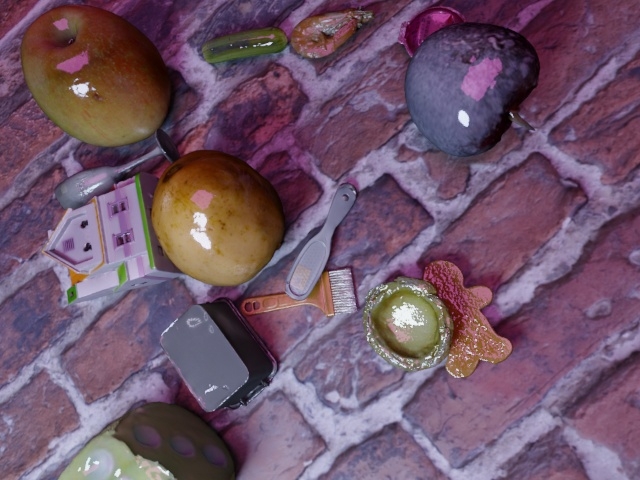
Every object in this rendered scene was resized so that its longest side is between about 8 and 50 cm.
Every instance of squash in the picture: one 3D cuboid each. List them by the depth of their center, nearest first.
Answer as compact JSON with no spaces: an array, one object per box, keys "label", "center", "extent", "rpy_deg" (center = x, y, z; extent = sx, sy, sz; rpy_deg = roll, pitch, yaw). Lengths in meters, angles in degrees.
[{"label":"squash","center":[-0.193,-0.497,1.097],"extent":[0.228,0.066,0.066],"rpy_deg":[-6,79,12]}]

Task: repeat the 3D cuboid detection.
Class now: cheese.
[{"label":"cheese","center":[0.302,-0.465,0.989],"extent":[0.244,0.062,0.155],"rpy_deg":[10,84,10]}]

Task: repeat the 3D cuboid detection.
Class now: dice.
[{"label":"dice","center":[-0.342,0.495,0.856],"extent":[0.252,0.250,0.254],"rpy_deg":[37,88,15]}]

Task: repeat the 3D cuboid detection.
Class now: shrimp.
[{"label":"shrimp","center":[0.031,-0.513,1.061],"extent":[0.216,0.051,0.115],"rpy_deg":[-15,84,8]}]

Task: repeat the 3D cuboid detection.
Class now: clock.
[{"label":"clock","center":[-0.488,0.007,1.013],"extent":[0.309,0.166,0.235],"rpy_deg":[-18,77,12]}]

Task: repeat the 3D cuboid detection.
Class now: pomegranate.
[{"label":"pomegranate","center":[-0.217,-0.050,0.906],"extent":[0.306,0.307,0.308],"rpy_deg":[-2,80,11]}]

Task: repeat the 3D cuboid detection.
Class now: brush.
[{"label":"brush","center":[0.000,0.000,0.979],"extent":[0.068,0.060,0.297],"rpy_deg":[32,75,-11]},{"label":"brush","center":[-0.055,0.133,0.983],"extent":[0.271,0.013,0.103],"rpy_deg":[-11,78,10]}]

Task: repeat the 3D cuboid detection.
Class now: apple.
[{"label":"apple","center":[-0.539,-0.396,1.041],"extent":[0.318,0.277,0.320],"rpy_deg":[-2,78,11]}]

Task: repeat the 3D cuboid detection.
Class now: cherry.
[{"label":"cherry","center":[0.306,-0.305,0.880],"extent":[0.296,0.218,0.255],"rpy_deg":[41,119,26]}]

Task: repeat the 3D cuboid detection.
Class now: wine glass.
[{"label":"wine glass","center":[-0.538,-0.202,1.015],"extent":[0.309,0.264,0.096],"rpy_deg":[-25,61,7]}]

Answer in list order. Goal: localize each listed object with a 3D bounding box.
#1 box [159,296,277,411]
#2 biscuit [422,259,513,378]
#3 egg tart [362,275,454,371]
[{"label":"box","center":[-0.225,0.247,0.935],"extent":[0.163,0.135,0.243],"rpy_deg":[-41,75,3]},{"label":"biscuit","center":[0.287,0.153,0.893],"extent":[0.158,0.035,0.241],"rpy_deg":[-25,73,18]},{"label":"egg tart","center":[0.180,0.171,0.882],"extent":[0.197,0.078,0.197],"rpy_deg":[-2,85,28]}]
